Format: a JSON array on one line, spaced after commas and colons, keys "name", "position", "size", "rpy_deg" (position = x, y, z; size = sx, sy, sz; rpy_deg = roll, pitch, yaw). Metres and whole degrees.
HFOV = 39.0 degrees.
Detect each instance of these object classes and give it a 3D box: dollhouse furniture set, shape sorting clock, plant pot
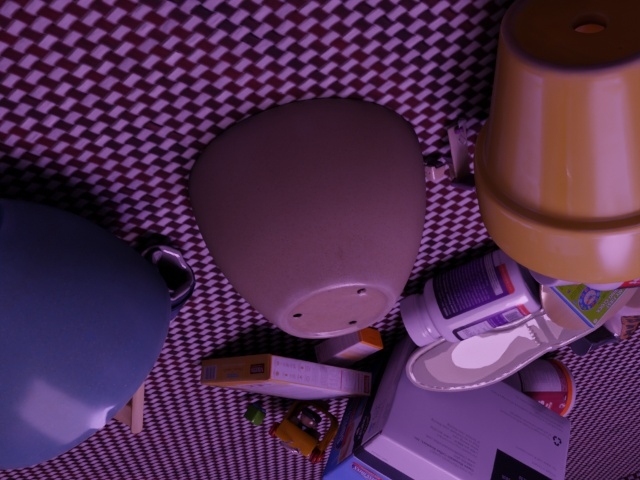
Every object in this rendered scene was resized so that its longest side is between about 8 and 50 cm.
[{"name": "dollhouse furniture set", "position": [0.190, -0.122, 1.094], "size": [0.114, 0.091, 0.081], "rpy_deg": [-23, 114, -28]}, {"name": "shape sorting clock", "position": [0.411, 0.040, 1.349], "size": [0.206, 0.040, 0.206], "rpy_deg": [-9, 114, -21]}, {"name": "plant pot", "position": [-0.336, 0.069, 0.971], "size": [0.290, 0.290, 0.195], "rpy_deg": [-21, 131, 13]}, {"name": "plant pot", "position": [0.000, 0.000, 1.043], "size": [0.284, 0.191, 0.284], "rpy_deg": [-10, 150, -6]}, {"name": "plant pot", "position": [0.275, -0.126, 0.910], "size": [0.254, 0.254, 0.239], "rpy_deg": [-15, 134, 3]}]

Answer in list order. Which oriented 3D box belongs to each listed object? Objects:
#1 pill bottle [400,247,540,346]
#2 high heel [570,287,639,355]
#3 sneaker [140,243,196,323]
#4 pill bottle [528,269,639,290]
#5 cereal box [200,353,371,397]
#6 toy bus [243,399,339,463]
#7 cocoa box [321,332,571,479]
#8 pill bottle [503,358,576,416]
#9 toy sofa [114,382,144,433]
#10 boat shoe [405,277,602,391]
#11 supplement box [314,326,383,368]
[{"name": "pill bottle", "position": [0.224, 0.090, 1.369], "size": [0.193, 0.108, 0.108], "rpy_deg": [-25, 148, 20]}, {"name": "high heel", "position": [0.551, 0.088, 1.560], "size": [0.186, 0.093, 0.261], "rpy_deg": [-14, 146, -48]}, {"name": "sneaker", "position": [-0.268, 0.070, 1.139], "size": [0.226, 0.086, 0.163], "rpy_deg": [-9, 163, -30]}, {"name": "pill bottle", "position": [0.425, -0.017, 1.212], "size": [0.283, 0.161, 0.161], "rpy_deg": [-5, 149, -14]}, {"name": "cereal box", "position": [-0.055, 0.231, 1.509], "size": [0.173, 0.047, 0.240], "rpy_deg": [-12, 159, 42]}, {"name": "toy bus", "position": [-0.022, 0.339, 1.661], "size": [0.191, 0.104, 0.202], "rpy_deg": [39, 169, -34]}, {"name": "cocoa box", "position": [0.221, 0.367, 1.582], "size": [0.347, 0.231, 0.228], "rpy_deg": [31, 139, -8]}, {"name": "pill bottle", "position": [0.377, 0.290, 1.757], "size": [0.221, 0.121, 0.121], "rpy_deg": [5, 146, -29]}, {"name": "toy sofa", "position": [-0.425, 0.171, 1.240], "size": [0.362, 0.177, 0.150], "rpy_deg": [-3, 124, -17]}, {"name": "boat shoe", "position": [0.294, 0.136, 1.477], "size": [0.340, 0.113, 0.127], "rpy_deg": [-29, 116, 11]}, {"name": "supplement box", "position": [0.047, 0.179, 1.521], "size": [0.098, 0.036, 0.062], "rpy_deg": [-31, 146, 28]}]
